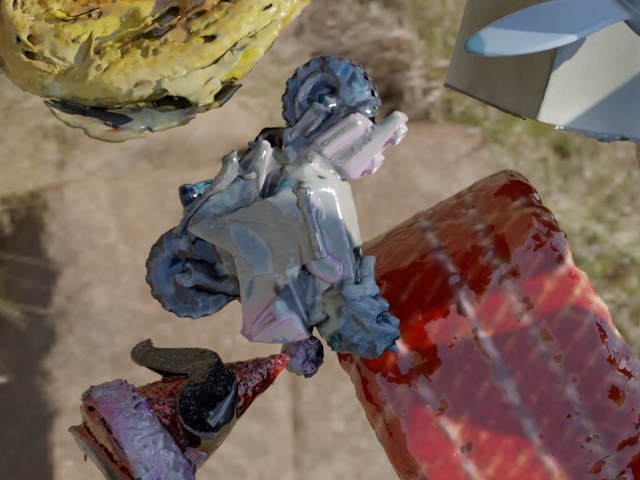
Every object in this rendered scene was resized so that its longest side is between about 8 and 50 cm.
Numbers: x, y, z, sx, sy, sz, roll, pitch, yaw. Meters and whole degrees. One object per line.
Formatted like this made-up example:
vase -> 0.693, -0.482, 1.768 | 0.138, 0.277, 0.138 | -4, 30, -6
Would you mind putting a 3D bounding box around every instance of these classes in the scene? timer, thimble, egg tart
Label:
timer -> 0.250, -0.203, 1.444 | 0.175, 0.255, 0.175 | 43, 35, -41
thimble -> 0.156, 0.126, 1.657 | 0.350, 0.230, 0.350 | 62, 4, -7
egg tart -> -0.130, -0.191, 1.519 | 0.132, 0.297, 0.297 | 76, 32, -52

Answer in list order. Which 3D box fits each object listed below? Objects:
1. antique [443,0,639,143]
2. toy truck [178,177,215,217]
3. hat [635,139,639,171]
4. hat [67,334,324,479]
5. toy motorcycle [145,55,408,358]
antique -> 0.219, -0.173, 1.621 | 0.152, 0.146, 0.148 | 6, 104, -35
toy truck -> -0.085, -0.006, 1.579 | 0.073, 0.056, 0.090 | -116, -166, -51
hat -> 0.417, -0.111, 2.027 | 0.257, 0.257, 0.130 | 3, 91, -50
hat -> -0.092, 0.140, 1.532 | 0.227, 0.140, 0.129 | -29, 104, -16
toy motorcycle -> 0.002, 0.000, 1.447 | 0.204, 0.239, 0.108 | 41, 25, 9
